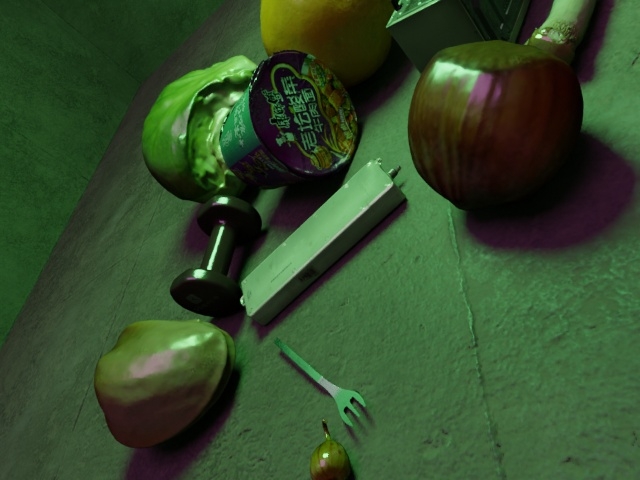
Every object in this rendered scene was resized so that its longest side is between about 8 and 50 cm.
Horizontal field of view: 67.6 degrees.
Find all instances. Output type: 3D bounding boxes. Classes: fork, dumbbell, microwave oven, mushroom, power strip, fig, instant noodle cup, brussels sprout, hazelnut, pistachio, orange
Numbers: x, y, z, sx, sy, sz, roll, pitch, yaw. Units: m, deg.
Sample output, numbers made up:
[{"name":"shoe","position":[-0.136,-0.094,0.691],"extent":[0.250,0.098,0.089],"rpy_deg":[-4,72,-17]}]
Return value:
[{"name":"fork","position":[-0.006,0.189,0.677],"extent":[0.039,0.021,0.235],"rpy_deg":[-52,32,-9]},{"name":"dumbbell","position":[-0.203,0.030,0.955],"extent":[0.140,0.124,0.226],"rpy_deg":[-32,37,40]},{"name":"microwave oven","position":[0.240,-0.403,0.794],"extent":[0.145,0.194,0.241],"rpy_deg":[-1,56,47]},{"name":"mushroom","position":[0.357,-0.328,0.700],"extent":[0.209,0.071,0.084],"rpy_deg":[-60,3,-18]},{"name":"power strip","position":[0.000,0.000,0.824],"extent":[0.367,0.043,0.106],"rpy_deg":[-43,35,13]},{"name":"fig","position":[0.010,0.254,0.573],"extent":[0.050,0.050,0.083],"rpy_deg":[-39,26,17]},{"name":"instant noodle cup","position":[-0.077,-0.219,0.961],"extent":[0.190,0.251,0.251],"rpy_deg":[-14,48,53]},{"name":"brussels sprout","position":[-0.261,-0.269,1.172],"extent":[0.371,0.276,0.314],"rpy_deg":[-54,37,-6]},{"name":"hazelnut","position":[0.218,-0.147,0.606],"extent":[0.210,0.210,0.186],"rpy_deg":[2,36,50]},{"name":"pistachio","position":[-0.265,0.239,0.818],"extent":[0.260,0.162,0.213],"rpy_deg":[-12,70,26]},{"name":"orange","position":[0.019,-0.474,1.019],"extent":[0.312,0.312,0.312],"rpy_deg":[-30,39,28]}]
